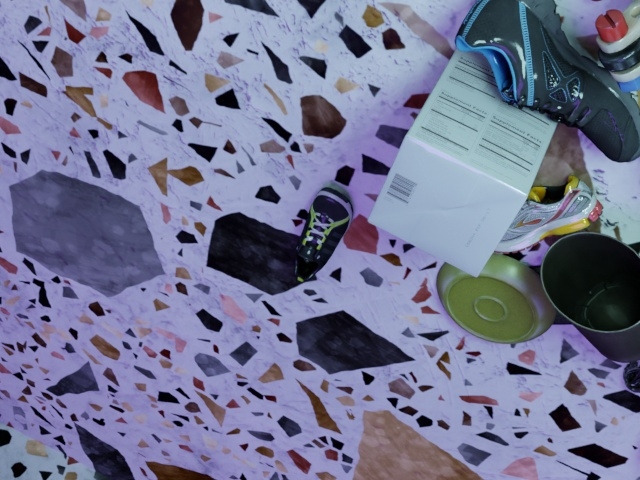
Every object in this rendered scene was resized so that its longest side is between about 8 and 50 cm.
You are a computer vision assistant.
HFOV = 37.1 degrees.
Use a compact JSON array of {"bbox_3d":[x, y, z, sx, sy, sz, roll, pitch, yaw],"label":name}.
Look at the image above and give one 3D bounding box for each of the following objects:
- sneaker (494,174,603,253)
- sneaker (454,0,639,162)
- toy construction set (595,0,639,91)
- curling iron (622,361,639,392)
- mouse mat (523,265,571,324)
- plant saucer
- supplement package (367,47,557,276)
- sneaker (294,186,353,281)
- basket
[{"bbox_3d":[0.365,-0.050,1.642,0.225,0.088,0.093,-23,113,32],"label":"sneaker"},{"bbox_3d":[0.339,-0.227,1.412,0.341,0.139,0.125,45,171,-8],"label":"sneaker"},{"bbox_3d":[0.435,-0.371,1.214,0.237,0.257,0.309,-23,109,23],"label":"toy construction set"},{"bbox_3d":[0.689,0.245,1.768,0.274,0.035,0.068,-12,123,38],"label":"curling iron"},{"bbox_3d":[0.453,0.103,1.788,0.189,0.007,0.153,-4,128,34],"label":"mouse mat"},{"bbox_3d":[0.333,0.122,1.846,0.241,0.037,0.241,17,137,17],"label":"plant saucer"},{"bbox_3d":[0.231,-0.128,1.496,0.198,0.263,0.199,27,138,4],"label":"supplement package"},{"bbox_3d":[0.000,0.000,1.877,0.084,0.097,0.235,24,138,7],"label":"sneaker"},{"bbox_3d":[0.494,0.111,1.621,0.204,0.154,0.227,45,-178,38],"label":"basket"}]
